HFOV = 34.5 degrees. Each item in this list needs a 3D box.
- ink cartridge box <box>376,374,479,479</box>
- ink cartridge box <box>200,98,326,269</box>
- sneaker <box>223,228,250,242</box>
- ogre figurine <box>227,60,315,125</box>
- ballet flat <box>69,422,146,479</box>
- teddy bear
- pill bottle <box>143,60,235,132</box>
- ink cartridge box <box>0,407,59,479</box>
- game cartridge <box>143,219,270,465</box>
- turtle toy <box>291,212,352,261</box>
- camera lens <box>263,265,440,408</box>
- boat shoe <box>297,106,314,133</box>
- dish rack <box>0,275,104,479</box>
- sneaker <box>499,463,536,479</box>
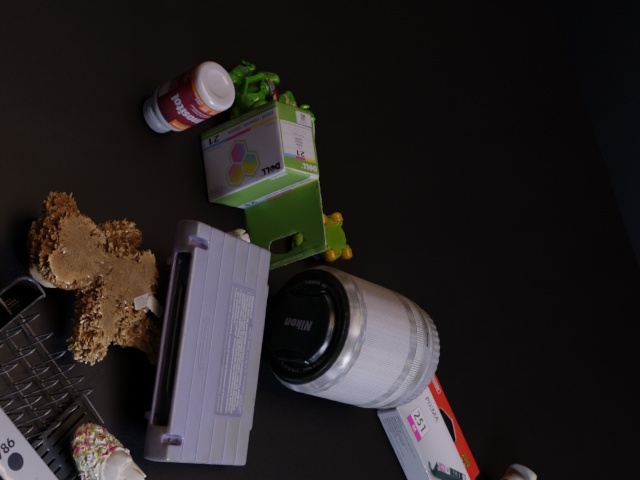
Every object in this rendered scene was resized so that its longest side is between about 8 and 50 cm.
[{"bbox_3d":[0.243,0.409,2.085,0.239,0.060,0.275,-32,99,-51],"label":"ink cartridge box"},{"bbox_3d":[-0.098,-0.087,1.780,0.097,0.188,0.255,11,65,-49],"label":"ink cartridge box"},{"bbox_3d":[-0.155,0.060,1.751,0.075,0.063,0.170,7,70,-42],"label":"sneaker"},{"bbox_3d":[-0.113,-0.267,1.888,0.118,0.097,0.197,-14,68,-49],"label":"ogre figurine"},{"bbox_3d":[-0.266,0.354,1.421,0.091,0.077,0.241,-47,125,-51],"label":"ballet flat"},{"bbox_3d":[-0.313,0.070,1.531,0.338,0.113,0.245,20,65,-54],"label":"teddy bear"},{"bbox_3d":[-0.223,-0.234,1.723,0.086,0.152,0.086,25,56,-43],"label":"pill bottle"},{"bbox_3d":[-0.384,0.319,1.260,0.333,0.165,0.065,57,40,-15],"label":"ink cartridge box"},{"bbox_3d":[-0.169,0.166,1.596,0.230,0.068,0.355,30,64,-63],"label":"game cartridge"},{"bbox_3d":[0.000,0.000,1.963,0.130,0.066,0.095,-6,79,-52],"label":"turtle toy"},{"bbox_3d":[0.052,0.176,1.820,0.274,0.219,0.219,22,57,-44],"label":"camera lens"},{"bbox_3d":[-0.037,-0.172,2.008,0.063,0.066,0.184,27,44,-40],"label":"boat shoe"},{"bbox_3d":[-0.396,0.209,1.371,0.271,0.074,0.208,59,39,-14],"label":"dish rack"},{"bbox_3d":[0.444,0.649,2.195,0.146,0.122,0.330,-40,108,-32],"label":"sneaker"}]
